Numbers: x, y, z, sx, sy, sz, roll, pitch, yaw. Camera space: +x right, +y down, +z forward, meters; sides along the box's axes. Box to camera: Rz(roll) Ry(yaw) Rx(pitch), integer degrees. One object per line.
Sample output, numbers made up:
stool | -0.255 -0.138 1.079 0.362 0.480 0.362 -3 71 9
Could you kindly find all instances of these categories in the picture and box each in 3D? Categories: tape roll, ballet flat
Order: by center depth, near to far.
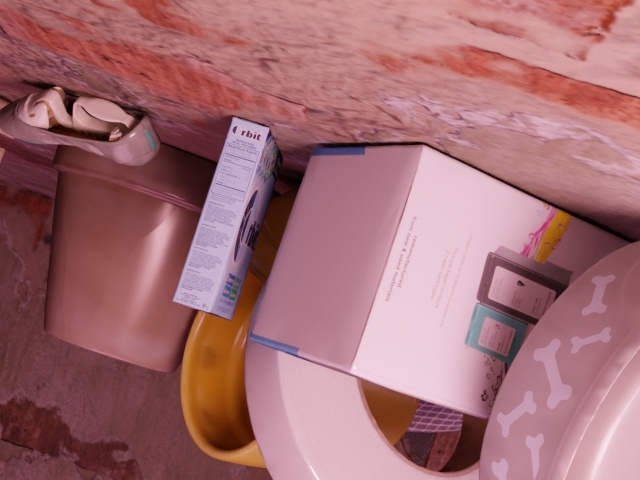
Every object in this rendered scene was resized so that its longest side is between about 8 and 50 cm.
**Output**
tape roll | 0.100 0.153 1.189 0.392 0.392 0.072 22 149 -28
ballet flat | -0.274 -0.139 1.241 0.213 0.072 0.068 16 147 20

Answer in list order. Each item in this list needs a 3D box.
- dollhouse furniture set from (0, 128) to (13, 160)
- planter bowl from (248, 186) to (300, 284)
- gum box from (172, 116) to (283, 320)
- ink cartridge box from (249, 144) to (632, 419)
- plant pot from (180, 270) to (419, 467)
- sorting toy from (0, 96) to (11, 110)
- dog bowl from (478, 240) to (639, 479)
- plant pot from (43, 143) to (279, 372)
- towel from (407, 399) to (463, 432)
dollhouse furniture set | -0.542 -0.121 1.604 0.161 0.182 0.101 15 173 36
planter bowl | 0.000 0.000 1.312 0.217 0.090 0.217 31 -160 -12
gum box | -0.089 -0.016 1.124 0.041 0.184 0.157 18 175 5
ink cartridge box | 0.117 0.051 1.032 0.270 0.197 0.198 22 173 -28
plant pot | -0.010 0.171 1.419 0.239 0.254 0.254 21 174 -36
sorting toy | -0.563 -0.183 1.409 0.229 0.041 0.307 -11 162 22
dog bowl | 0.273 0.154 0.913 0.348 0.349 0.102 24 -175 -43
plant pot | -0.245 0.023 1.553 0.323 0.280 0.323 18 176 1
towel | 0.237 0.182 1.550 0.283 0.121 0.235 8 145 -20
